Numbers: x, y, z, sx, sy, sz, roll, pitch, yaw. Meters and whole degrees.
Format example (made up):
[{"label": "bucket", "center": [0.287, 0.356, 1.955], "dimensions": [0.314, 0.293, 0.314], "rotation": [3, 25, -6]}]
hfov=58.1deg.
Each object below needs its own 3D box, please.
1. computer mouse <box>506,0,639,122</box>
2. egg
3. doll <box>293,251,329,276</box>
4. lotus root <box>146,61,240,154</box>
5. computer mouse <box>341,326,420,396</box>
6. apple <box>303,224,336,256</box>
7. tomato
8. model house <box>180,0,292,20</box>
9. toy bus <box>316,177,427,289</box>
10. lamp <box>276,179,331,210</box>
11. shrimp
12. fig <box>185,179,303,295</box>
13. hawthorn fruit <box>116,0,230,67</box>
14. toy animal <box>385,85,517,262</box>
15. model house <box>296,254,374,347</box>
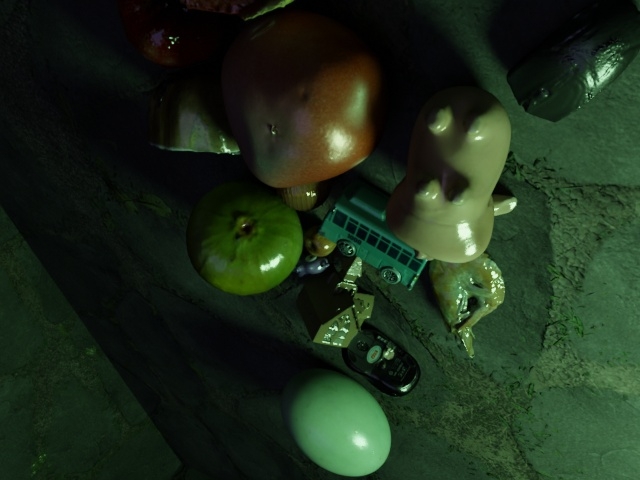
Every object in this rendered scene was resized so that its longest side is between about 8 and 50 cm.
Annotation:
[{"label": "computer mouse", "center": [0.389, -0.271, 0.887], "dimensions": [0.122, 0.073, 0.217], "rotation": [43, 143, -3]}, {"label": "egg", "center": [0.047, 0.568, 1.811], "dimensions": [0.389, 0.276, 0.276], "rotation": [40, 142, 0]}, {"label": "doll", "center": [-0.048, 0.061, 1.548], "dimensions": [0.205, 0.109, 0.067], "rotation": [0, 109, 48]}, {"label": "lotus root", "center": [-0.264, -0.298, 1.284], "dimensions": [0.272, 0.272, 0.192], "rotation": [13, 123, 31]}, {"label": "computer mouse", "center": [0.165, 0.343, 1.612], "dimensions": [0.233, 0.137, 0.096], "rotation": [35, 160, 16]}, {"label": "apple", "center": [0.000, 0.000, 1.476], "dimensions": [0.083, 0.071, 0.084], "rotation": [23, 132, 28]}, {"label": "tomato", "center": [-0.044, -0.264, 1.094], "dimensions": [0.341, 0.273, 0.342], "rotation": [23, 139, 22]}, {"label": "model house", "center": [-0.096, -0.476, 0.994], "dimensions": [0.253, 0.196, 0.160], "rotation": [23, 130, 20]}, {"label": "toy bus", "center": [0.134, -0.022, 1.296], "dimensions": [0.256, 0.128, 0.147], "rotation": [32, 139, 9]}, {"label": "lamp", "center": [-0.040, -0.134, 1.329], "dimensions": [0.136, 0.136, 0.136], "rotation": [23, 138, 22]}, {"label": "shrimp", "center": [0.342, 0.139, 1.319], "dimensions": [0.168, 0.077, 0.318], "rotation": [3, 125, 35]}, {"label": "fig", "center": [-0.197, -0.003, 1.485], "dimensions": [0.316, 0.316, 0.316], "rotation": [23, 138, 22]}, {"label": "hawthorn fruit", "center": [-0.322, -0.465, 1.198], "dimensions": [0.266, 0.210, 0.230], "rotation": [-5, 123, 54]}, {"label": "toy animal", "center": [0.237, -0.116, 1.059], "dimensions": [0.236, 0.269, 0.327], "rotation": [23, 106, 21]}, {"label": "model house", "center": [0.072, 0.131, 1.507], "dimensions": [0.176, 0.181, 0.248], "rotation": [12, 119, -27]}]
